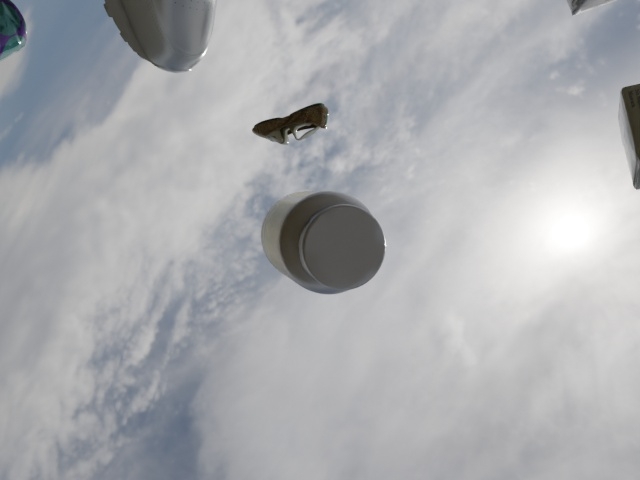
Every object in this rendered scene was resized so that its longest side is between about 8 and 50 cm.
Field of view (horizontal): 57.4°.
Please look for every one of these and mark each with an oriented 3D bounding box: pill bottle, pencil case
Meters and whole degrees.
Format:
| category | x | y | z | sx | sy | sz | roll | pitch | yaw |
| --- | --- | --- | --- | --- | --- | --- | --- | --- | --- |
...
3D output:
| category | x | y | z | sx | sy | sz | roll | pitch | yaw |
| --- | --- | --- | --- | --- | --- | --- | --- | --- | --- |
| pill bottle | 0.000 | 0.000 | 1.108 | 0.187 | 0.188 | 0.334 | -66 | -166 | -1 |
| pencil case | -0.375 | -0.197 | 0.595 | 0.070 | 0.064 | 0.151 | 7 | -139 | 25 |

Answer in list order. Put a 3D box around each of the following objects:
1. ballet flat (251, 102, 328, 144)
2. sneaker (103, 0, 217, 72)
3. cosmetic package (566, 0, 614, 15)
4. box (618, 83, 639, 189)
| category | x | y | z | sx | sy | sz | roll | pitch | yaw |
| --- | --- | --- | --- | --- | --- | --- | --- | --- | --- |
| ballet flat | -0.073 | -0.264 | 1.379 | 0.206 | 0.073 | 0.067 | -14 | -100 | 30 |
| sneaker | -0.091 | -0.232 | 0.388 | 0.095 | 0.090 | 0.235 | 12 | -69 | 29 |
| cosmetic package | 0.291 | -0.315 | 0.553 | 0.061 | 0.239 | 0.098 | -18 | -94 | 1 |
| box | 0.511 | -0.147 | 0.688 | 0.275 | 0.094 | 0.113 | -11 | -114 | 22 |
